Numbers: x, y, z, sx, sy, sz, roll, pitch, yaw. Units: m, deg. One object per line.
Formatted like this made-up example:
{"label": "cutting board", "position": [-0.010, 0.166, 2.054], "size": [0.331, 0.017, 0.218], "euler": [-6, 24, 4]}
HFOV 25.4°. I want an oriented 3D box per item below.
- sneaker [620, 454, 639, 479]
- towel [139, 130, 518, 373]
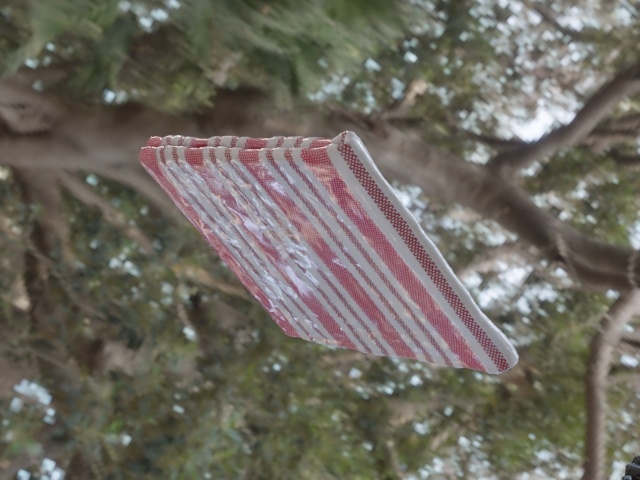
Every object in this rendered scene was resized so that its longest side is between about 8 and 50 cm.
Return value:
{"label": "sneaker", "position": [0.173, 0.178, 0.660], "size": [0.100, 0.271, 0.108], "euler": [10, -68, 27]}
{"label": "towel", "position": [0.000, 0.000, 0.708], "size": [0.029, 0.144, 0.197], "euler": [-50, -152, -22]}
